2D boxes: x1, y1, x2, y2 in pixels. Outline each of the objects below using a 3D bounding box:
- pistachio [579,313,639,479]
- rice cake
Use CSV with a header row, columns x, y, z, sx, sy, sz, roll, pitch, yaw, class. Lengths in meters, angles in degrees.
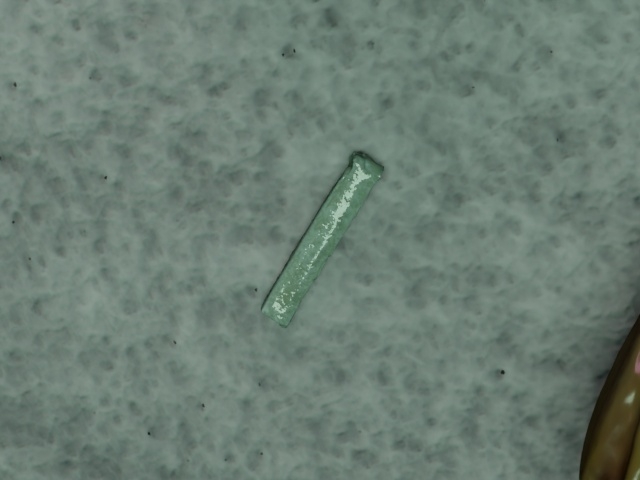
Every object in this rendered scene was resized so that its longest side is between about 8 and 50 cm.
x,y,z,sx,sy,sz,roll,pitch,yaw,class
0.254,0.100,0.945,0.213,0.163,0.260,28,86,-40,pistachio
0.000,0.000,1.008,0.022,0.021,0.121,29,107,-7,rice cake
